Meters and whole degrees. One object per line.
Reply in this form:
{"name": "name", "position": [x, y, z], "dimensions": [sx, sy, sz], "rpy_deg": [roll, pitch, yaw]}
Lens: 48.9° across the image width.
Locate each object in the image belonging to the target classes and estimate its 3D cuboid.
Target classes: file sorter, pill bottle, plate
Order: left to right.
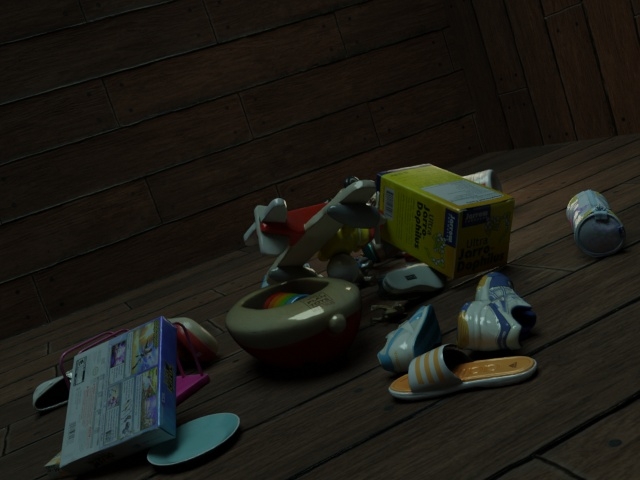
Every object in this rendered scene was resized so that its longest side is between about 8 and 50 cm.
{"name": "file sorter", "position": [-0.465, 0.317, 1.728], "dimensions": [0.290, 0.182, 0.202], "rpy_deg": [-12, 11, 35]}
{"name": "plate", "position": [-0.241, 0.389, 1.361], "dimensions": [0.188, 0.024, 0.188], "rpy_deg": [-18, 10, 3]}
{"name": "pill bottle", "position": [0.513, -0.150, 2.586], "dimensions": [0.283, 0.161, 0.161], "rpy_deg": [-13, 11, 28]}

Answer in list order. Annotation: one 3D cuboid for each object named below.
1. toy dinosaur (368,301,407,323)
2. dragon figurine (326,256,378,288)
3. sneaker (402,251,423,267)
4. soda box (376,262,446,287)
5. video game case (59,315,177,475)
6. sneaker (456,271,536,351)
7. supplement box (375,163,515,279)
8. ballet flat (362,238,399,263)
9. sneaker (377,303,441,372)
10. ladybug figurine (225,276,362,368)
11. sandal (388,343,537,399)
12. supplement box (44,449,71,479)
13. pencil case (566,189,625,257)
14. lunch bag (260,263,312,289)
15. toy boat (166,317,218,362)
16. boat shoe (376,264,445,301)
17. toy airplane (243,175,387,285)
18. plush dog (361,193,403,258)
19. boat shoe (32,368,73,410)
{"name": "toy dinosaur", "position": [0.167, 0.180, 1.748], "dimensions": [0.092, 0.053, 0.183], "rpy_deg": [-1, -3, 0]}
{"name": "dragon figurine", "position": [0.074, 0.114, 2.142], "dimensions": [0.289, 0.085, 0.144], "rpy_deg": [-21, 6, -41]}
{"name": "sneaker", "position": [0.351, -0.003, 2.151], "dimensions": [0.221, 0.128, 0.087], "rpy_deg": [-20, 9, -7]}
{"name": "soda box", "position": [0.252, 0.103, 1.945], "dimensions": [0.183, 0.058, 0.063], "rpy_deg": [-16, 10, 22]}
{"name": "video game case", "position": [-0.412, 0.319, 1.462], "dimensions": [0.244, 0.061, 0.269], "rpy_deg": [-25, 45, 16]}
{"name": "sneaker", "position": [0.365, 0.150, 1.398], "dimensions": [0.131, 0.112, 0.296], "rpy_deg": [5, 20, 24]}
{"name": "supplement box", "position": [0.327, -0.063, 1.932], "dimensions": [0.194, 0.195, 0.356], "rpy_deg": [-13, 26, -28]}
{"name": "ballet flat", "position": [0.193, 0.016, 2.205], "dimensions": [0.106, 0.107, 0.316], "rpy_deg": [-27, 7, -2]}
{"name": "sneaker", "position": [0.188, 0.197, 1.448], "dimensions": [0.092, 0.087, 0.228], "rpy_deg": [-16, 7, 27]}
{"name": "ladybug figurine", "position": [-0.056, 0.199, 1.672], "dimensions": [0.305, 0.162, 0.449], "rpy_deg": [-21, 9, -22]}
{"name": "sandal", "position": [0.243, 0.217, 1.246], "dimensions": [0.265, 0.076, 0.102], "rpy_deg": [-15, 10, 22]}
{"name": "supplement box", "position": [-0.520, 0.456, 1.478], "dimensions": [0.062, 0.036, 0.098], "rpy_deg": [-16, 10, 17]}
{"name": "pencil case", "position": [0.685, -0.047, 1.769], "dimensions": [0.113, 0.124, 0.273], "rpy_deg": [-16, 9, 18]}
{"name": "lunch bag", "position": [-0.103, 0.145, 2.321], "dimensions": [0.176, 0.090, 0.219], "rpy_deg": [-15, 11, 6]}
{"name": "toy boat", "position": [-0.391, 0.302, 1.908], "dimensions": [0.231, 0.151, 0.151], "rpy_deg": [-11, 42, 42]}
{"name": "boat shoe", "position": [0.231, 0.116, 1.821], "dimensions": [0.219, 0.078, 0.070], "rpy_deg": [-1, -41, -39]}
{"name": "toy airplane", "position": [0.000, 0.000, 1.842], "dimensions": [0.384, 0.272, 0.386], "rpy_deg": [-29, -15, 1]}
{"name": "plush dog", "position": [0.215, -0.062, 2.459], "dimensions": [0.210, 0.225, 0.262], "rpy_deg": [-15, 10, 21]}
{"name": "boat shoe", "position": [-0.677, 0.396, 1.972], "dimensions": [0.267, 0.096, 0.088], "rpy_deg": [-22, 14, -12]}
